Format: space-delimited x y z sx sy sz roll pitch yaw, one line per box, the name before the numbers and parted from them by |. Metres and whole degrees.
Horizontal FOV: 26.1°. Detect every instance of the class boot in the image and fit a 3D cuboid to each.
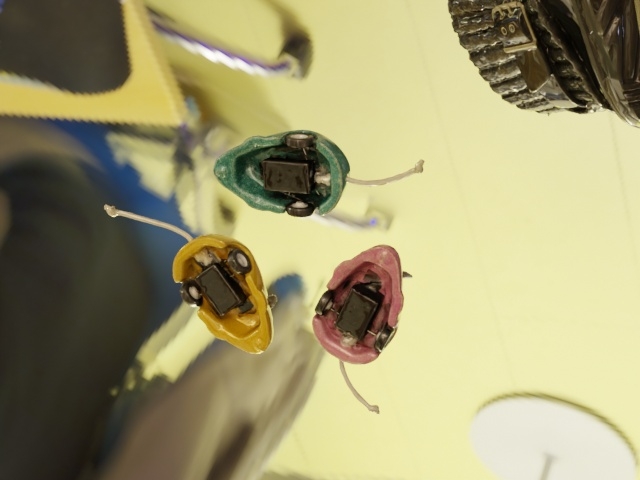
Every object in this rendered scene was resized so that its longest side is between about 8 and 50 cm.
boot | 0.195 -0.254 1.155 0.260 0.131 0.348 -145 37 -66

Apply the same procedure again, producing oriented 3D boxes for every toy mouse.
toy mouse | 0.000 0.000 0.641 0.143 0.031 0.161 -41 90 28

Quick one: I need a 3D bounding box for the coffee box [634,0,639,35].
coffee box | 0.227 -0.060 0.531 0.119 0.297 0.168 -19 125 0
